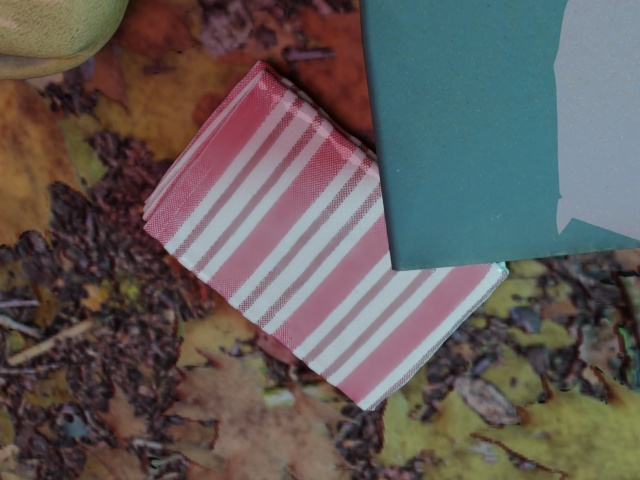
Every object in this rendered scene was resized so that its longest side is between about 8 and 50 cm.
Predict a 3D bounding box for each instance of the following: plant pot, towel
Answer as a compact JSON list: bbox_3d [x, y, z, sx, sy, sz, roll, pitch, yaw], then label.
[{"bbox_3d":[0.111,-0.127,0.721,0.166,0.165,0.234,-7,104,26],"label":"plant pot"},{"bbox_3d":[0.000,0.000,0.910,0.197,0.029,0.144,40,124,-4],"label":"towel"}]

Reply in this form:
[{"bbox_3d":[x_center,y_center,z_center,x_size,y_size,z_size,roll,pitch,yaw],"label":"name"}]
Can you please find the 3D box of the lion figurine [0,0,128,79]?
[{"bbox_3d":[-0.155,-0.217,0.814,0.240,0.142,0.392,15,135,6],"label":"lion figurine"}]
